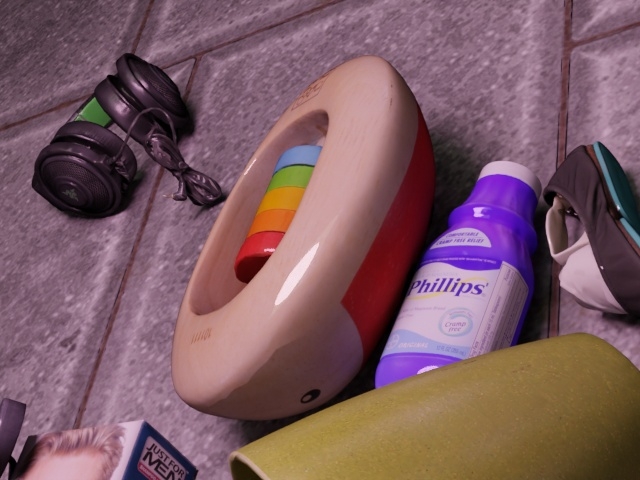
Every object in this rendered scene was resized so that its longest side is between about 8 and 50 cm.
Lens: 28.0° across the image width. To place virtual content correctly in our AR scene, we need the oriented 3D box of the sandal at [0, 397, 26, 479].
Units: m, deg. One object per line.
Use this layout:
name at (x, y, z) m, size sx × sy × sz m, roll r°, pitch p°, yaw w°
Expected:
sandal at (-0.360, 0.269, 1.410) m, size 0.254 × 0.054 × 0.097 m, roll 127°, pitch 157°, yaw -46°

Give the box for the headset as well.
headset at (-0.267, -0.128, 1.793) m, size 0.243 × 0.185 × 0.394 m, roll -53°, pitch 23°, yaw -11°

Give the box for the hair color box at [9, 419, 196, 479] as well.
hair color box at (-0.262, 0.356, 1.270) m, size 0.173 × 0.105 × 0.347 m, roll -12°, pitch 44°, yaw 31°

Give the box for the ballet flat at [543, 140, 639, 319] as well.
ballet flat at (0.269, 0.010, 1.201) m, size 0.096 × 0.095 × 0.280 m, roll -38°, pitch 25°, yaw 18°

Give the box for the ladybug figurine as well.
ladybug figurine at (0.000, 0.000, 1.337) m, size 0.305 × 0.162 × 0.449 m, roll -24°, pitch 36°, yaw 53°

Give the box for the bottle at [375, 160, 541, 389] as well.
bottle at (0.148, 0.048, 1.252) m, size 0.118 × 0.092 × 0.283 m, roll -1°, pitch 51°, yaw 37°

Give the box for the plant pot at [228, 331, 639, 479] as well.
plant pot at (0.125, 0.203, 0.999) m, size 0.293 × 0.275 × 0.275 m, roll -31°, pitch 34°, yaw -16°
